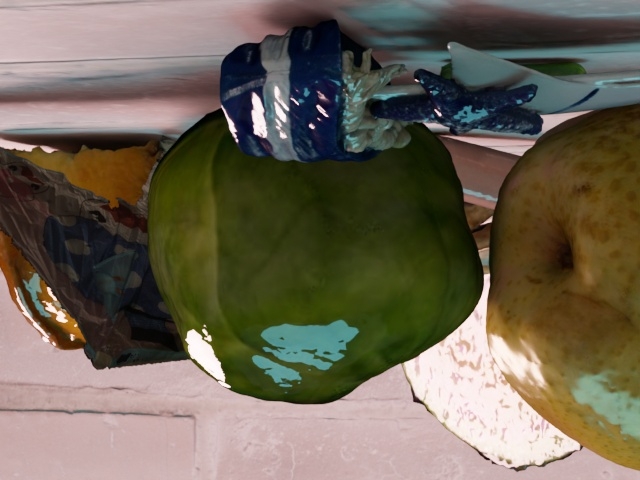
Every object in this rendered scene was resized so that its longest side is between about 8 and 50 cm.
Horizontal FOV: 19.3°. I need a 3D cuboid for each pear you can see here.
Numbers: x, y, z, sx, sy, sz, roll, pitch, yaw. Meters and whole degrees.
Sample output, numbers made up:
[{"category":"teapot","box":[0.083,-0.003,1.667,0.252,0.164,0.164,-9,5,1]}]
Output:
[{"category":"pear","box":[0.230,0.027,1.244,0.271,0.271,0.271,1,177,0]}]

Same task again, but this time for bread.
[{"category":"bread","box":[-0.160,0.010,1.699,0.194,0.179,0.340,-1,176,22]}]

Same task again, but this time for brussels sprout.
[{"category":"brussels sprout","box":[0.000,0.000,1.273,0.219,0.210,0.271,-26,171,22]}]

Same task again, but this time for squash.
[{"category":"squash","box":[0.115,-0.095,1.123,0.089,0.027,0.027,2,177,14]},{"category":"squash","box":[0.289,0.067,2.129,0.309,0.310,0.310,-20,-168,-42]}]

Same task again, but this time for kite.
[{"category":"kite","box":[-0.133,-0.003,1.388,0.406,0.014,0.368,26,-154,-8]}]

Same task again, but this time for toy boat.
[{"category":"toy boat","box":[0.076,-0.086,1.000,0.291,0.070,0.210,-5,178,32]}]

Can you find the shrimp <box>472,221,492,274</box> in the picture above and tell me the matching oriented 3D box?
[{"category":"shrimp","box":[0.187,-0.003,1.903,0.217,0.051,0.115,-18,-167,46]}]

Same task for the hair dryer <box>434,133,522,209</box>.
[{"category":"hair dryer","box":[0.197,-0.036,1.532,0.344,0.107,0.189,12,166,-25]}]

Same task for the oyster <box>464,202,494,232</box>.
[{"category":"oyster","box":[0.075,-0.025,1.880,0.294,0.094,0.166,-16,175,-7]}]
